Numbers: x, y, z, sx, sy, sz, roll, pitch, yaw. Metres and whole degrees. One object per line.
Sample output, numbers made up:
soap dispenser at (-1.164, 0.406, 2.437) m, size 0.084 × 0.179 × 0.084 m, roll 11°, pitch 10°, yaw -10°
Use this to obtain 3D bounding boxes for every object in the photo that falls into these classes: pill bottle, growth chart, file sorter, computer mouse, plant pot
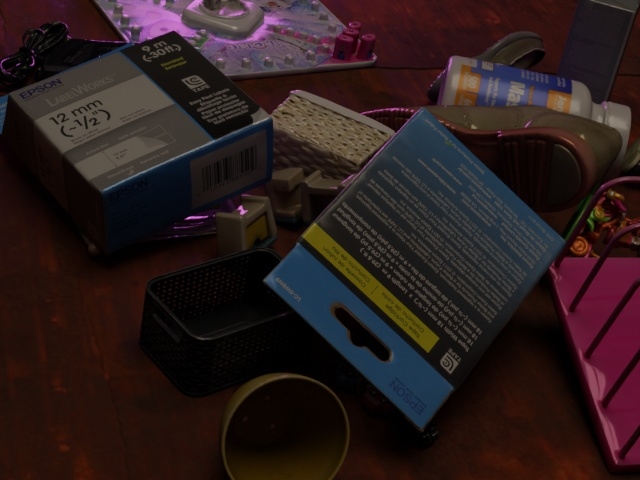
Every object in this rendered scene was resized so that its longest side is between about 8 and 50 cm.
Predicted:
pill bottle at (0.303, -0.169, 2.019) m, size 0.272 × 0.152 × 0.152 m, roll 12°, pitch 34°, yaw 1°
growth chart at (-0.220, -0.046, 1.804) m, size 0.237 × 0.021 × 0.172 m, roll -10°, pitch 38°, yaw -30°
file sorter at (0.411, 0.090, 1.586) m, size 0.202 × 0.182 × 0.291 m, roll 1°, pitch 51°, yaw -16°
computer mouse at (-0.328, -0.244, 2.026) m, size 0.272 × 0.072 × 0.188 m, roll 10°, pitch 34°, yaw 20°
plant pot at (-0.049, 0.191, 1.429) m, size 0.134 × 0.134 × 0.095 m, roll -2°, pitch 11°, yaw -19°

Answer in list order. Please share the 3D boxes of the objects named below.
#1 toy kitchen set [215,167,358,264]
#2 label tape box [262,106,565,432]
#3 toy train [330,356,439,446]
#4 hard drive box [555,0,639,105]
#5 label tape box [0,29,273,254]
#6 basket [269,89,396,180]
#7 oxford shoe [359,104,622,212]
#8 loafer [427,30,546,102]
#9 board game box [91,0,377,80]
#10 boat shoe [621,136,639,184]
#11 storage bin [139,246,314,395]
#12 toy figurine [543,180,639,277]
toy kitchen set at (0.000, 0.000, 1.750) m, size 0.207 × 0.122 × 0.166 m, roll 6°, pitch 29°, yaw 30°
label tape box at (0.096, 0.041, 1.593) m, size 0.240 × 0.106 × 0.334 m, roll 43°, pitch 56°, yaw 0°
toy train at (0.065, 0.180, 1.554) m, size 0.036 × 0.027 × 0.158 m, roll -32°, pitch 53°, yaw -32°
hard drive box at (0.428, -0.296, 2.172) m, size 0.089 × 0.232 × 0.181 m, roll 19°, pitch 35°, yaw 10°
label tape box at (-0.258, -0.162, 1.787) m, size 0.249 × 0.115 × 0.347 m, roll -26°, pitch 52°, yaw -26°
basket at (0.003, -0.113, 1.889) m, size 0.167 × 0.113 × 0.103 m, roll 25°, pitch 40°, yaw 19°
oxford shoe at (0.217, -0.119, 1.885) m, size 0.397 × 0.140 × 0.146 m, roll 13°, pitch 30°, yaw 37°
loafer at (0.276, -0.254, 2.212) m, size 0.251 × 0.094 × 0.087 m, roll -30°, pitch 76°, yaw -33°
board game box at (-0.158, -0.384, 2.290) m, size 0.390 × 0.050 × 0.390 m, roll -9°, pitch 39°, yaw -28°
boat shoe at (0.485, -0.123, 2.109) m, size 0.042 × 0.049 × 0.133 m, roll 41°, pitch 28°, yaw -5°
storage bin at (-0.103, 0.090, 1.583) m, size 0.180 × 0.084 × 0.122 m, roll -16°, pitch 42°, yaw -36°
toy figurine at (0.396, 0.014, 1.814) m, size 0.159 × 0.130 × 0.173 m, roll 30°, pitch 64°, yaw 5°
